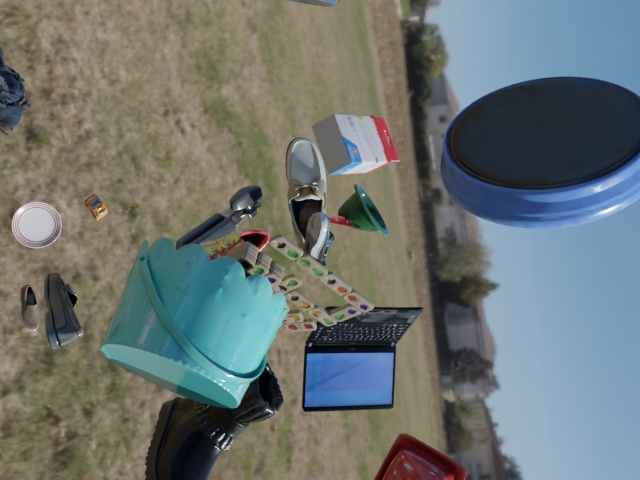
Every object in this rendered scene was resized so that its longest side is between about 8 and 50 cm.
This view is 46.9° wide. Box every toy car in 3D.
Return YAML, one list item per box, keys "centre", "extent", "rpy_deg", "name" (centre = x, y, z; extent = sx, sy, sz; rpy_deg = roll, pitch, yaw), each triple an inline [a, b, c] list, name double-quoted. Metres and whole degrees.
- centre: [-0.480, -0.087, 1.710]
  extent: [0.122, 0.041, 0.060]
  rpy_deg: [-22, 108, -34]
  name: "toy car"

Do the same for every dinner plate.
- centre: [-0.854, -0.047, 2.222]
  extent: [0.017, 0.141, 0.141]
  rpy_deg: [18, -60, 62]
  name: "dinner plate"

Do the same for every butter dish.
- centre: [0.181, 0.485, 1.451]
  extent: [0.159, 0.160, 0.118]
  rpy_deg: [-62, 159, -1]
  name: "butter dish"

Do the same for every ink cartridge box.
- centre: [0.094, -0.242, 1.854]
  extent: [0.231, 0.078, 0.134]
  rpy_deg: [-9, 77, -53]
  name: "ink cartridge box"

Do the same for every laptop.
- centre: [0.093, 0.270, 1.672]
  extent: [0.264, 0.234, 0.136]
  rpy_deg: [117, -31, -50]
  name: "laptop"

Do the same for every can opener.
- centre: [-0.259, -0.052, 1.894]
  extent: [0.280, 0.074, 0.093]
  rpy_deg: [-43, 139, -37]
  name: "can opener"

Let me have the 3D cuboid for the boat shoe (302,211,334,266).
- centre: [0.000, 0.000, 1.221]
  extent: [0.142, 0.040, 0.049]
  rpy_deg: [108, -30, -54]
  name: "boat shoe"

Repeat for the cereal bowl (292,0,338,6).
- centre: [-0.042, -0.501, 1.305]
  extent: [0.339, 0.339, 0.141]
  rpy_deg: [-57, 159, -76]
  name: "cereal bowl"

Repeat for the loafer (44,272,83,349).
- centre: [-0.633, 0.169, 1.830]
  extent: [0.267, 0.084, 0.096]
  rpy_deg: [-119, -161, -52]
  name: "loafer"

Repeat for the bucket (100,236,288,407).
- centre: [-0.207, 0.142, 1.205]
  extent: [0.281, 0.281, 0.183]
  rpy_deg: [68, 39, -58]
  name: "bucket"

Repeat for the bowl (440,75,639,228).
- centre: [0.412, -0.176, 1.344]
  extent: [0.391, 0.391, 0.077]
  rpy_deg: [-87, 163, -49]
  name: "bowl"

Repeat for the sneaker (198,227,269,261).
- centre: [-0.192, 0.024, 1.536]
  extent: [0.208, 0.094, 0.081]
  rpy_deg: [-35, 104, -33]
  name: "sneaker"

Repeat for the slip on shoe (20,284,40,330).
- centre: [-0.839, 0.194, 2.135]
  extent: [0.051, 0.041, 0.135]
  rpy_deg: [-2, 81, -40]
  name: "slip on shoe"

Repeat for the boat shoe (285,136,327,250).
- centre: [-0.031, -0.122, 1.928]
  extent: [0.103, 0.113, 0.302]
  rpy_deg: [-103, -175, -86]
  name: "boat shoe"

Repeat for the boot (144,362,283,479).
- centre: [-0.207, 0.400, 1.495]
  extent: [0.348, 0.260, 0.131]
  rpy_deg: [-98, 162, -56]
  name: "boot"

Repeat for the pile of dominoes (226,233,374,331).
- centre: [-0.061, 0.095, 1.276]
  extent: [0.251, 0.196, 0.040]
  rpy_deg: [38, 44, -28]
  name: "pile of dominoes"

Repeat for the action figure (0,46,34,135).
- centre: [-0.545, -0.312, 1.209]
  extent: [0.185, 0.099, 0.284]
  rpy_deg: [-165, -117, -74]
  name: "action figure"

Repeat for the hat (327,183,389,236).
- centre: [0.071, -0.054, 2.169]
  extent: [0.208, 0.184, 0.173]
  rpy_deg: [54, 14, -18]
  name: "hat"
